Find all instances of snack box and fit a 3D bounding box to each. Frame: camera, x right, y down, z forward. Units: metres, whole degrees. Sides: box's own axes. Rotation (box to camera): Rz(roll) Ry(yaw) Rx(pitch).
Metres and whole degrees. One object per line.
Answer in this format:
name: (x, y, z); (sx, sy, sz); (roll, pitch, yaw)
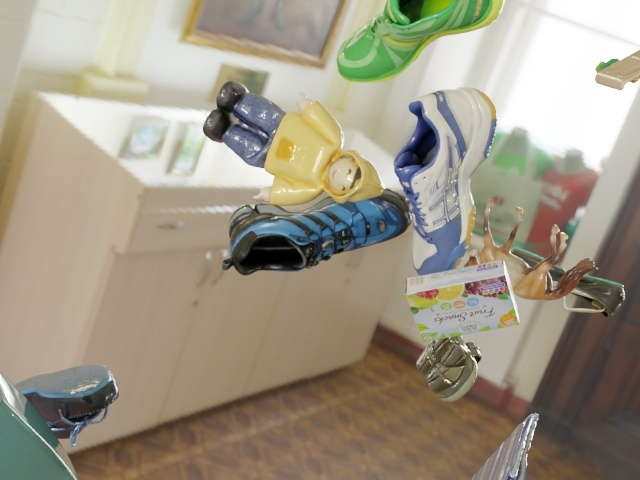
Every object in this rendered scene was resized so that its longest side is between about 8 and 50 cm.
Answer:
snack box: (0.200, 0.086, 1.455); (0.141, 0.100, 0.037); (-12, 39, 15)

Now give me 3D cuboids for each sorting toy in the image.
sorting toy: (0.252, -0.142, 0.832); (0.012, 0.062, 0.083); (56, 3, -17)

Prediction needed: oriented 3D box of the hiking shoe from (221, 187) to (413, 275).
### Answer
hiking shoe: (0.000, 0.000, 1.648); (0.304, 0.113, 0.132); (-10, 35, 8)

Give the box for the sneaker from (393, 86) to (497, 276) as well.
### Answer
sneaker: (0.154, -0.079, 1.491); (0.131, 0.297, 0.112); (-4, 25, -28)

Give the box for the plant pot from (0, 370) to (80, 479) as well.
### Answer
plant pot: (-0.461, 0.322, 1.501); (0.234, 0.165, 0.165); (52, -9, -30)

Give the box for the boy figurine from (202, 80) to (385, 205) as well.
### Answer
boy figurine: (-0.038, -0.126, 1.546); (0.285, 0.177, 0.092); (32, 5, 19)

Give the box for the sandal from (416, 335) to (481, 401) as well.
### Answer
sandal: (0.244, 0.226, 1.874); (0.086, 0.120, 0.303); (35, 14, -9)

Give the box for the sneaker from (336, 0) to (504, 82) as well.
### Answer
sneaker: (0.125, -0.329, 1.513); (0.295, 0.109, 0.123); (-24, -29, 39)

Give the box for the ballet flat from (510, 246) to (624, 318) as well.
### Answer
ballet flat: (0.554, 0.103, 2.366); (0.280, 0.096, 0.095); (20, -10, 12)

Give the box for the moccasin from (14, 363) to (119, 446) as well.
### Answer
moccasin: (-0.457, 0.300, 1.879); (0.137, 0.117, 0.342); (-27, 9, -37)

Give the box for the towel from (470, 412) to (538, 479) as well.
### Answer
towel: (0.208, 0.419, 1.518); (0.040, 0.336, 0.243); (38, 20, 6)

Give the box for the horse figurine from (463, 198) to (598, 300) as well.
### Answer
horse figurine: (0.369, 0.039, 1.891); (0.066, 0.175, 0.263); (-6, 26, -46)
